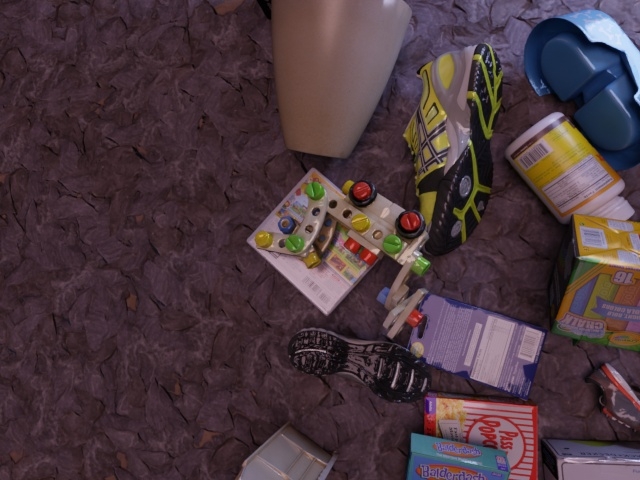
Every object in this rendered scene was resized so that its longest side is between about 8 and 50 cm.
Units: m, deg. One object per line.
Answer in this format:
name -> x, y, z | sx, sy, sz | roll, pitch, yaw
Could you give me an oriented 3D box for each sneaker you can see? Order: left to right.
sneaker -> 0.077, 0.225, 0.797 | 0.272, 0.108, 0.100 | 17, 85, 6
sneaker -> 0.236, -0.161, 0.797 | 0.147, 0.145, 0.383 | 12, 92, 44
sneaker -> 0.525, 0.295, 0.728 | 0.065, 0.061, 0.157 | -37, 70, 17

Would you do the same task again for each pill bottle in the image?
pill bottle -> 0.439, -0.111, 0.741 | 0.117, 0.117, 0.214 | -36, 80, 7

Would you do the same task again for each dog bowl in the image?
dog bowl -> 0.482, -0.266, 0.728 | 0.074, 0.166, 0.297 | -29, 80, -4

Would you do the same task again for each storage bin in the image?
storage bin -> -0.111, 0.493, 0.734 | 0.123, 0.260, 0.262 | 33, 93, 16

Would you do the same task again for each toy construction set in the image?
toy construction set -> 0.064, 0.017, 0.741 | 0.328, 0.151, 0.215 | 37, 89, 10

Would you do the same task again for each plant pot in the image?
plant pot -> 0.014, -0.302, 0.796 | 0.257, 0.256, 0.273 | 14, 104, 12

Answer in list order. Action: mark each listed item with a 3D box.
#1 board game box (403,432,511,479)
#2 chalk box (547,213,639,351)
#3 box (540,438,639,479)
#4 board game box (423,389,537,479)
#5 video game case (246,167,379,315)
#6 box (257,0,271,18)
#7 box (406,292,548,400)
board game box -> 0.226, 0.450, 0.736 | 0.160, 0.047, 0.210 | 8, 110, 10
chalk box -> 0.458, 0.085, 0.686 | 0.132, 0.132, 0.212 | 10, 129, 21
box -> 0.483, 0.494, 0.699 | 0.169, 0.087, 0.289 | -5, 85, 11
board game box -> 0.289, 0.361, 0.769 | 0.194, 0.045, 0.146 | 0, 87, 12
video game case -> 0.000, 0.000, 0.843 | 0.227, 0.026, 0.206 | 42, 90, 10
box -> -0.005, -0.513, 0.772 | 0.294, 0.295, 0.073 | 7, 89, 13
box -> 0.287, 0.192, 0.788 | 0.226, 0.036, 0.136 | 17, 89, 12
